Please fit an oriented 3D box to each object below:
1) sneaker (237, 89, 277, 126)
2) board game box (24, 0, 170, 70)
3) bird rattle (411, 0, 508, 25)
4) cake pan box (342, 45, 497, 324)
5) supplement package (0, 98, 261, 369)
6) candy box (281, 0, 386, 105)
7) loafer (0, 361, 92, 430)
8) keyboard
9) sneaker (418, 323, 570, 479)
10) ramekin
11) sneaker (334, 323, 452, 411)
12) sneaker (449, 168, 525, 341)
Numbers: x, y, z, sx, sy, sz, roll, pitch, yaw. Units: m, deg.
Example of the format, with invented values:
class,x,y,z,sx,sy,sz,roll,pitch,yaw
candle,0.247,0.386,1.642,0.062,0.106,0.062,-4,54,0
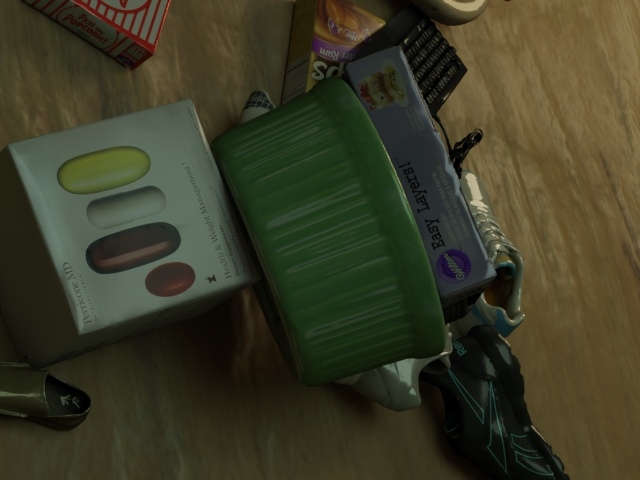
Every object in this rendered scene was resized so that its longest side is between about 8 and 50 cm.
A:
class,x,y,z,sx,sy,sz,roll,pitch,yaw
sneaker,0.009,-0.088,1.988,0.235,0.090,0.094,25,60,-32
board game box,-0.228,-0.302,1.918,0.147,0.045,0.193,31,52,-26
bird rattle,0.160,-0.366,2.264,0.253,0.143,0.207,40,52,-37
cake pan box,0.095,-0.041,1.824,0.070,0.246,0.266,-22,82,-4
supplement package,-0.204,-0.006,1.695,0.203,0.149,0.194,-18,83,-34
candy box,0.017,-0.199,2.082,0.109,0.053,0.186,26,55,-31
loafer,-0.277,0.140,1.653,0.148,0.050,0.056,15,60,-37
keyboard,0.132,-0.171,2.111,0.201,0.033,0.317,57,25,-9
sneaker,0.201,0.232,2.024,0.106,0.101,0.267,-27,95,-16
ramekin,0.000,0.000,1.781,0.148,0.303,0.303,-21,83,-6
sneaker,0.106,0.086,1.981,0.121,0.099,0.262,37,56,-7
sneaker,0.196,0.016,2.106,0.087,0.092,0.228,11,61,-36
